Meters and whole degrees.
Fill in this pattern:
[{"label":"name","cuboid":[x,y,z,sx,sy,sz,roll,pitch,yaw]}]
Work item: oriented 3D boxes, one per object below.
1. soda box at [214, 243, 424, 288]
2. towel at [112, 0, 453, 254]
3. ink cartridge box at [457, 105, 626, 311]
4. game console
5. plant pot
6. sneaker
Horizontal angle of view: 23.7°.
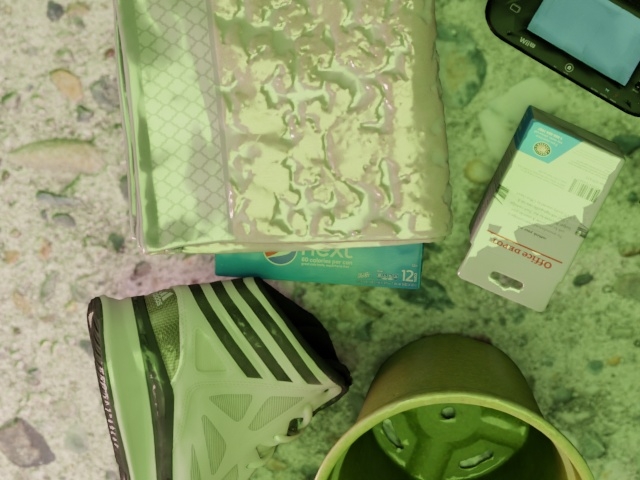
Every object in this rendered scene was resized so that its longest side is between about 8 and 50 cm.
[{"label":"soda box","cuboid":[0.000,0.000,1.558,0.210,0.067,0.071,4,109,2]},{"label":"towel","cuboid":[-0.040,-0.153,1.476,0.316,0.053,0.332,-5,97,4]},{"label":"ink cartridge box","cuboid":[0.217,-0.031,1.538,0.104,0.060,0.180,24,109,-6]},{"label":"game console","cuboid":[0.321,-0.150,1.466,0.361,0.044,0.213,30,87,-2]},{"label":"plant pot","cuboid":[0.132,0.223,1.534,0.276,0.254,0.276,1,110,4]},{"label":"sneaker","cuboid":[-0.081,0.234,1.598,0.257,0.169,0.448,-11,123,-8]}]
